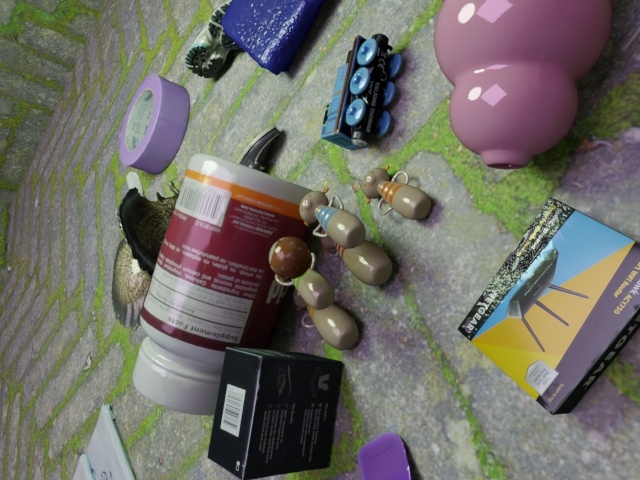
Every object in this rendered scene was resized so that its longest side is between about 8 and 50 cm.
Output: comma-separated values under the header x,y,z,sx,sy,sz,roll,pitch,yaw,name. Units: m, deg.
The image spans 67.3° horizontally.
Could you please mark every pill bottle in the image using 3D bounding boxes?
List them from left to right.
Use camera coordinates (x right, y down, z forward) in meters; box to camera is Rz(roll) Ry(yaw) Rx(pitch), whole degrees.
x,y,z,sx,sy,sz,roll,pitch,yaw,name
-0.166,0.071,0.814,0.224,0.224,0.392,23,96,49,pill bottle

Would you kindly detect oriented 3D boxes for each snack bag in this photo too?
x,y,z,sx,sy,sz,roll,pitch,yaw,name
-0.567,0.648,1.219,0.323,0.037,0.342,34,104,48,snack bag

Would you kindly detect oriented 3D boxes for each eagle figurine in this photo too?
x,y,z,sx,sy,sz,roll,pitch,yaw,name
-0.342,-0.004,0.980,0.225,0.226,0.298,-7,35,29,eagle figurine

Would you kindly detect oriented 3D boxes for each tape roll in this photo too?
x,y,z,sx,sy,sz,roll,pitch,yaw,name
-0.490,-0.338,1.409,0.275,0.090,0.274,-17,66,43,tape roll

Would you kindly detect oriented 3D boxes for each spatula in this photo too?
x,y,z,sx,sy,sz,roll,pitch,yaw,name
0.114,0.371,0.553,0.084,0.030,0.296,-45,48,26,spatula

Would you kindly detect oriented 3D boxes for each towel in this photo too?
x,y,z,sx,sy,sz,roll,pitch,yaw,name
-0.063,-0.514,0.978,0.308,0.076,0.227,-52,59,21,towel

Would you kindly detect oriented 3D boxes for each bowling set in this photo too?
x,y,z,sx,sy,sz,roll,pitch,yaw,name
0.000,0.000,0.681,0.154,0.200,0.287,40,104,48,bowling set

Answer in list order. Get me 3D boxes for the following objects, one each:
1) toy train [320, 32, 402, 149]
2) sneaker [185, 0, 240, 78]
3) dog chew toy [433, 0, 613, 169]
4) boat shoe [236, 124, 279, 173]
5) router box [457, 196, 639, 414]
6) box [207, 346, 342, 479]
x,y,z,sx,sy,sz,roll,pitch,yaw,name
0.064,-0.237,0.770,0.105,0.080,0.184,3,80,54,toy train
-0.231,-0.524,1.169,0.283,0.110,0.122,-22,50,37,sneaker
0.215,-0.244,0.520,0.207,0.207,0.331,5,89,49,dog chew toy
-0.140,-0.146,0.996,0.065,0.075,0.206,42,110,0,boat shoe
0.245,0.064,0.494,0.133,0.046,0.178,45,111,45,router box
-0.062,0.241,0.692,0.093,0.158,0.155,-1,77,47,box
